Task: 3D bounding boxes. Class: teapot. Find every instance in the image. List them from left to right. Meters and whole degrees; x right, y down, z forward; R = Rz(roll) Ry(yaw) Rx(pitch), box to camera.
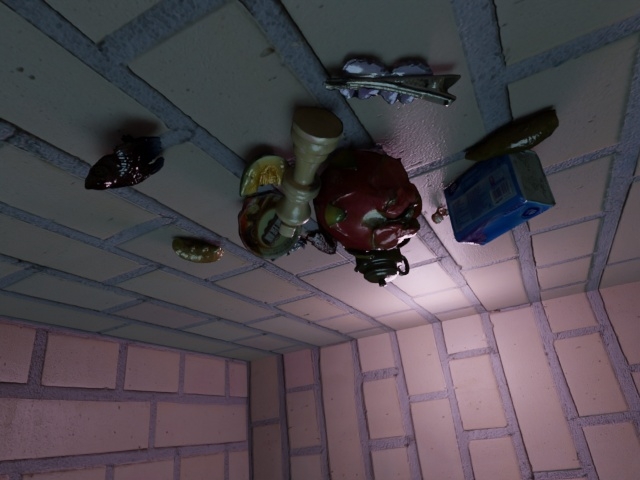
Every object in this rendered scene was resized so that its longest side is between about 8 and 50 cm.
[{"bbox_3d":[0.247,0.100,1.704,0.267,0.175,0.185,6,154,-25],"label":"teapot"}]

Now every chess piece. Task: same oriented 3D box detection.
[{"bbox_3d":[-0.048,-0.146,1.099,0.117,0.117,0.397,1,142,-16],"label":"chess piece"}]

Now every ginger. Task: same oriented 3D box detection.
[{"bbox_3d":[-0.430,0.044,1.538,0.115,0.081,0.205,16,178,33],"label":"ginger"}]

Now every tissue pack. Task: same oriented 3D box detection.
[{"bbox_3d":[0.515,-0.126,1.256,0.146,0.198,0.263,8,151,-24],"label":"tissue pack"}]

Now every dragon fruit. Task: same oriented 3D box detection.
[{"bbox_3d":[0.000,-0.002,1.593,0.131,0.063,0.097,4,120,-21],"label":"dragon fruit"},{"bbox_3d":[0.130,-0.080,1.138,0.305,0.226,0.306,-5,126,-6],"label":"dragon fruit"}]

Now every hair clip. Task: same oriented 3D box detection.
[{"bbox_3d":[0.148,-0.328,0.900,0.292,0.085,0.106,2,159,-6],"label":"hair clip"}]

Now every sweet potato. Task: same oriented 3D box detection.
[{"bbox_3d":[0.501,-0.258,1.120,0.243,0.077,0.077,-25,149,30],"label":"sweet potato"}]

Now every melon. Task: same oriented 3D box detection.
[{"bbox_3d":[-0.151,-0.186,1.129,0.160,0.079,0.128,-18,141,-26],"label":"melon"}]

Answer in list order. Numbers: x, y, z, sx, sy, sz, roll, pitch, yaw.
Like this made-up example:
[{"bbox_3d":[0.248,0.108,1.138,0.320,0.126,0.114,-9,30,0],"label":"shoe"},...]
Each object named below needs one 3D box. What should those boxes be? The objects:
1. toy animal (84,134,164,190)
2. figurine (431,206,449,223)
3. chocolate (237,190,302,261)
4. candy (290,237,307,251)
[{"bbox_3d":[-0.454,-0.162,0.994,0.218,0.180,0.116,-24,123,35],"label":"toy animal"},{"bbox_3d":[0.433,-0.099,1.476,0.064,0.047,0.109,23,134,-34],"label":"figurine"},{"bbox_3d":[-0.151,-0.045,1.342,0.221,0.221,0.147,-8,180,5],"label":"chocolate"},{"bbox_3d":[-0.106,-0.014,1.525,0.093,0.051,0.226,-7,155,8],"label":"candy"}]
